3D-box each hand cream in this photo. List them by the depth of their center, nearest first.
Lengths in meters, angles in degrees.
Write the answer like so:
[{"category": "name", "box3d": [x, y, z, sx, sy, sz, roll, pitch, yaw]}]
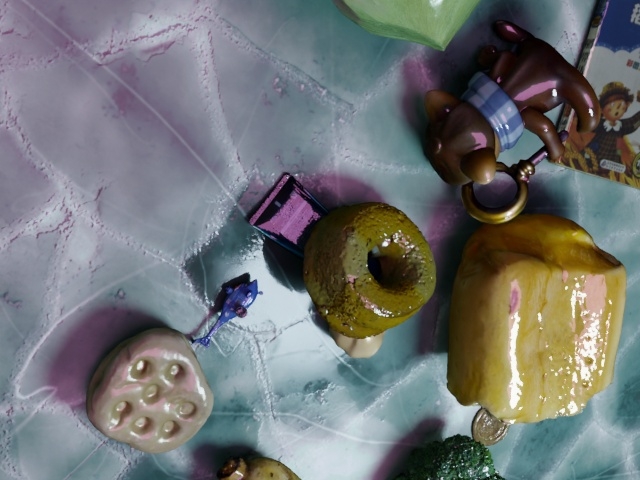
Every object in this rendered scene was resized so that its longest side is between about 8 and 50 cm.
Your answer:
[{"category": "hand cream", "box3d": [0.000, 0.000, 1.509, 0.270, 0.061, 0.120, 40, 85, -23]}]

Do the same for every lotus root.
[{"category": "lotus root", "box3d": [-0.098, 0.519, 1.559, 0.160, 0.146, 0.284, -50, 116, -24]}]

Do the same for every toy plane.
[{"category": "toy plane", "box3d": [-0.173, 0.133, 1.474, 0.062, 0.054, 0.167, 40, 85, -2]}]

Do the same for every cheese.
[{"category": "cheese", "box3d": [-0.303, 0.264, 1.411, 0.218, 0.117, 0.235, -4, 107, -22]}]

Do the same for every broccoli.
[{"category": "broccoli", "box3d": [0.297, 0.567, 1.695, 0.275, 0.308, 0.307, 18, 97, -54]}]

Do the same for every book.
[{"category": "book", "box3d": [0.670, -0.338, 1.718, 0.300, 0.039, 0.427, 11, 100, -26]}]

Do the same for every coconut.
[{"category": "coconut", "box3d": [0.147, -0.465, 1.317, 0.328, 0.281, 0.328, 18, 62, -38]}]

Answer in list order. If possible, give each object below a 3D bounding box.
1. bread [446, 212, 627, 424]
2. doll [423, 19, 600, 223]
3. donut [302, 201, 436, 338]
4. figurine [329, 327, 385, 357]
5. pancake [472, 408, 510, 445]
[{"category": "bread", "box3d": [0.425, 0.140, 1.634, 0.361, 0.250, 0.394, -5, 103, -25]}, {"category": "doll", "box3d": [0.351, -0.232, 1.537, 0.340, 0.209, 0.318, -38, 84, -12]}, {"category": "donut", "box3d": [0.105, 0.047, 1.466, 0.272, 0.107, 0.272, 12, 69, -34]}, {"category": "figurine", "box3d": [0.106, 0.142, 1.566, 0.196, 0.114, 0.108, -47, 112, -15]}, {"category": "pancake", "box3d": [0.392, 0.418, 1.822, 0.115, 0.011, 0.114, -7, 109, -22]}]
